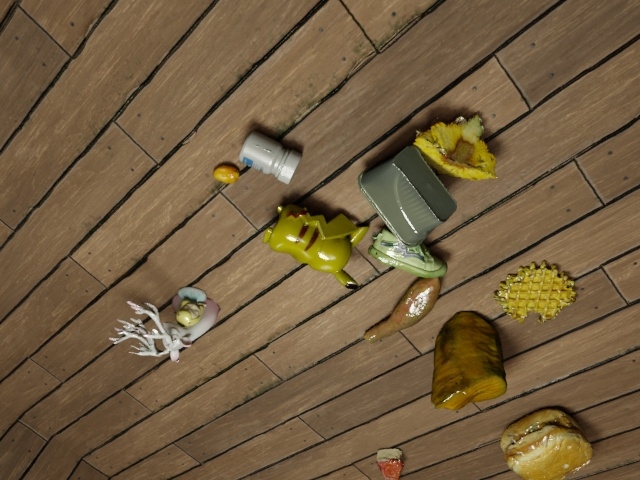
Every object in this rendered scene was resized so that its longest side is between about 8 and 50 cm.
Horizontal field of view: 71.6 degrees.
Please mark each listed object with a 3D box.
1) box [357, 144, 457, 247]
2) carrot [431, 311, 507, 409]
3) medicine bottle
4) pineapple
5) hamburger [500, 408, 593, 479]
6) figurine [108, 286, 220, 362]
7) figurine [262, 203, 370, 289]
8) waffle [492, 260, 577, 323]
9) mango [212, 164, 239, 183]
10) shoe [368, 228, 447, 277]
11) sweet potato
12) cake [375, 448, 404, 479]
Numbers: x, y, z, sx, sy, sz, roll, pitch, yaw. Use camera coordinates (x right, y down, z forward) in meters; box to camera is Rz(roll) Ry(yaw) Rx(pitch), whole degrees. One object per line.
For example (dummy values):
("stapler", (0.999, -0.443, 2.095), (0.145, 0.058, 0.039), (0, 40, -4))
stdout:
("box", (0.249, -0.122, 1.254), (0.274, 0.138, 0.178), (50, 152, -6))
("carrot", (0.503, 0.441, 1.508), (0.242, 0.340, 0.241), (8, 137, 8))
("medicine bottle", (-0.149, -0.247, 1.323), (0.168, 0.105, 0.105), (25, 120, -6))
("pineapple", (0.367, -0.272, 1.244), (0.250, 0.140, 0.164), (16, 78, -13))
("hamburger", (0.872, 0.805, 1.722), (0.284, 0.174, 0.304), (39, 118, -16))
("figurine", (-0.547, 0.292, 1.576), (0.284, 0.315, 0.206), (36, 114, -10))
("figurine", (-0.007, -0.003, 1.412), (0.327, 0.218, 0.169), (29, 161, -16))
("waffle", (0.710, 0.179, 1.464), (0.229, 0.051, 0.231), (40, 117, -11))
("mango", (-0.300, -0.208, 1.403), (0.089, 0.046, 0.060), (-1, 120, 15))
("shoe", (0.282, 0.045, 1.401), (0.262, 0.140, 0.128), (14, 116, -2))
("sweet potato", (0.292, 0.257, 1.546), (0.109, 0.109, 0.385), (32, 120, -10))
("cake", (0.337, 1.017, 1.979), (0.117, 0.086, 0.220), (-18, 114, 20))
